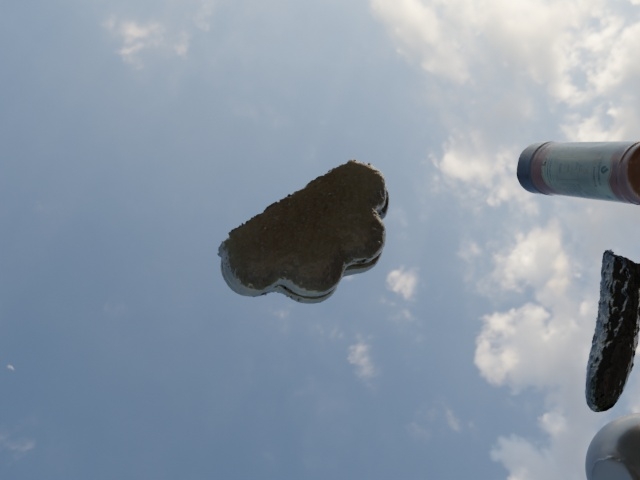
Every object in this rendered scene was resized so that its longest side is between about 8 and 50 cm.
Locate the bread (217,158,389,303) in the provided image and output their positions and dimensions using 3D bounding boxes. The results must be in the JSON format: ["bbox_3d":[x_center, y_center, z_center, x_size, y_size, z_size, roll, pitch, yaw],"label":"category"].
[{"bbox_3d":[-0.001,0.001,1.074,0.337,0.102,0.183,-34,-114,-18],"label":"bread"}]

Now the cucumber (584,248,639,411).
[{"bbox_3d":[0.506,0.156,1.079,0.081,0.072,0.304,23,-117,-4],"label":"cucumber"}]

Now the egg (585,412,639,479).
[{"bbox_3d":[0.555,0.380,1.061,0.231,0.176,0.176,-12,-101,-36],"label":"egg"}]

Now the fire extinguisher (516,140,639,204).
[{"bbox_3d":[0.223,-0.050,0.489,0.050,0.177,0.062,-3,-80,-15],"label":"fire extinguisher"}]
